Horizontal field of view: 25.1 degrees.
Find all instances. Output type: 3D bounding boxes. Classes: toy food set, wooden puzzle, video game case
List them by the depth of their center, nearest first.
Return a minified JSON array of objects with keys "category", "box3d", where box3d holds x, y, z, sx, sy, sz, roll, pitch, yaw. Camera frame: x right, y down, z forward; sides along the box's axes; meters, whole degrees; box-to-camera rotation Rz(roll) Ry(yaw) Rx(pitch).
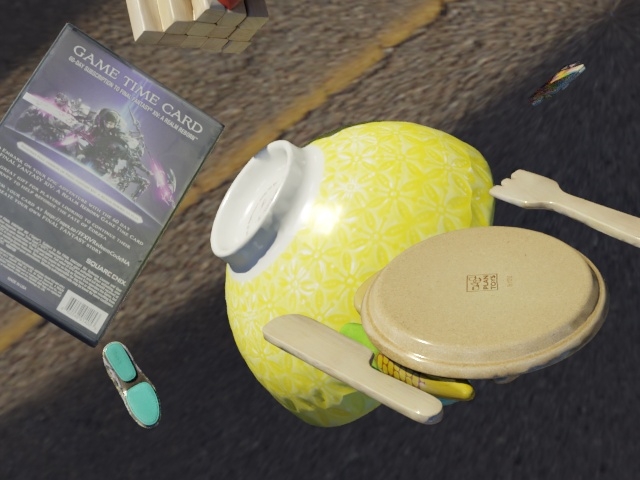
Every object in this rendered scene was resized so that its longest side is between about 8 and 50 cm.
[{"category":"toy food set","box3d":[0.080,0.035,0.721,0.132,0.192,0.039,26,137,43]},{"category":"video game case","box3d":[-0.240,-0.058,1.436,0.196,0.026,0.274,33,65,-11]},{"category":"wooden puzzle","box3d":[0.248,-0.165,1.507,0.083,0.049,0.006,-42,104,-24]}]

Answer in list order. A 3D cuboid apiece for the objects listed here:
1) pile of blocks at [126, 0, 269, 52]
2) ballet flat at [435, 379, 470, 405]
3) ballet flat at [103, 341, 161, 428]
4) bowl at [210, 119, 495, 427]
[{"category":"pile of blocks","box3d":[-0.085,-0.333,1.270,0.149,0.362,0.112,24,146,-22]},{"category":"ballet flat","box3d":[0.112,0.072,1.512,0.087,0.247,0.083,9,139,-19]},{"category":"ballet flat","box3d":[-0.218,0.171,1.674,0.041,0.041,0.114,-36,72,14]},{"category":"bowl","box3d":[0.000,0.000,1.250,0.156,0.289,0.289,33,105,-23]}]
